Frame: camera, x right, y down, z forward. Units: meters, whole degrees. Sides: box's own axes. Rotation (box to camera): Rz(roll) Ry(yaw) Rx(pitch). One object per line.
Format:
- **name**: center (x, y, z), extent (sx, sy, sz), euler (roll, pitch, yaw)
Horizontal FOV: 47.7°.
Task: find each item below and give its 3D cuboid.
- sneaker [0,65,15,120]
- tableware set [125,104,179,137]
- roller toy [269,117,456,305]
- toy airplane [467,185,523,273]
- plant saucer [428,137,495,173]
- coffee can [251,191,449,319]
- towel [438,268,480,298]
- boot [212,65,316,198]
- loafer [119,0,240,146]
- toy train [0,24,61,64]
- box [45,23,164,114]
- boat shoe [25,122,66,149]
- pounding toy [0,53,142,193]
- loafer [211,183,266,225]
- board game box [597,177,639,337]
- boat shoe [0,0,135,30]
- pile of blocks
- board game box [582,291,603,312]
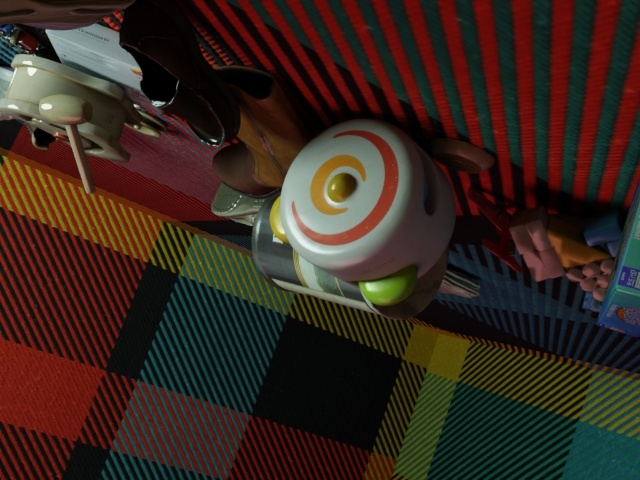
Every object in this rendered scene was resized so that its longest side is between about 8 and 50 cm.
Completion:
- **sneaker**: center (-0.598, -0.246, 1.254), extent (0.305, 0.152, 0.114), euler (25, 168, -39)
- **tableware set**: center (-0.362, -0.213, 1.294), extent (0.194, 0.039, 0.128), euler (16, 171, 27)
- **roller toy**: center (0.053, -0.045, 0.884), extent (0.209, 0.191, 0.146), euler (34, -178, 37)
- **toy airplane**: center (0.251, -0.007, 0.977), extent (0.151, 0.028, 0.151), euler (30, -150, -19)
- **plant saucer**: center (0.167, -0.099, 0.873), extent (0.083, 0.015, 0.083), euler (20, 172, 3)
- **coffee can**: center (0.046, 0.009, 1.213), extent (0.201, 0.201, 0.275), euler (27, 169, -40)
- **towel**: center (0.239, 0.076, 1.738), extent (0.187, 0.049, 0.282), euler (26, 171, -27)
- **boot**: center (-0.107, -0.140, 0.990), extent (0.264, 0.096, 0.280), euler (18, 170, 34)
- **loafer**: center (-0.162, -0.171, 0.799), extent (0.080, 0.078, 0.220), euler (17, 156, 30)
- **toy train**: center (-0.424, -0.283, 1.031), extent (0.036, 0.027, 0.158), euler (13, 170, 20)
- **box**: center (-0.275, -0.233, 0.970), extent (0.145, 0.038, 0.186), euler (20, 173, -8)
- **boat shoe**: center (-0.550, -0.230, 1.431), extent (0.257, 0.095, 0.095), euler (14, 170, 34)
- **pounding toy**: center (-0.361, -0.153, 1.007), extent (0.154, 0.155, 0.269), euler (15, 173, 1)
- **loafer**: center (-0.124, -0.073, 1.430), extent (0.092, 0.102, 0.268), euler (33, 165, -33)
- **board game box**: center (0.305, -0.004, 0.666), extent (0.047, 0.160, 0.210), euler (16, 172, 21)
- **boat shoe**: center (-0.279, -0.230, 0.595), extent (0.094, 0.109, 0.302), euler (-5, -169, 30)
- **pile of blocks**: center (0.416, 0.028, 0.905), extent (0.362, 0.149, 0.112), euler (28, -145, 5)
- **board game box**: center (0.429, 0.063, 1.043), extent (0.020, 0.090, 0.090), euler (21, 172, -33)
